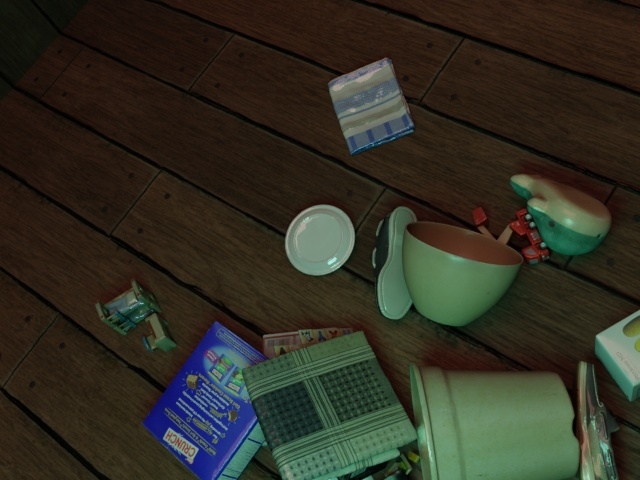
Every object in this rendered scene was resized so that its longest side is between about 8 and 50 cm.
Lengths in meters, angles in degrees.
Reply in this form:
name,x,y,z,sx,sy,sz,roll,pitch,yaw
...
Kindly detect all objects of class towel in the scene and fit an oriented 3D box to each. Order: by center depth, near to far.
name,x,y,z,sx,sy,sz,roll,pitch,yaw
towel,0.019,0.375,1.706,0.324,0.056,0.312,-15,54,-18
towel,0.146,-0.398,2.224,0.209,0.034,0.285,-20,59,9

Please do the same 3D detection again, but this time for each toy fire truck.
name,x,y,z,sx,sy,sz,roll,pitch,yaw
toy fire truck,0.476,-0.013,1.906,0.135,0.047,0.192,-23,60,7

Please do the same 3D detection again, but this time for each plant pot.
name,x,y,z,sx,sy,sz,roll,pitch,yaw
plant pot,0.363,0.405,1.598,0.305,0.334,0.334,-7,61,2
plant pot,0.316,0.091,1.806,0.284,0.284,0.191,22,109,27

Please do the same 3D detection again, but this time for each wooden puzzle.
name,x,y,z,sx,sy,sz,roll,pitch,yaw
wooden puzzle,0.175,0.522,1.718,0.116,0.014,0.078,-54,16,-2

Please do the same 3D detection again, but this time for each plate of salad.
name,x,y,z,sx,sy,sz,roll,pitch,yaw
plate of salad,0.000,0.000,2.060,0.200,0.048,0.200,-5,73,18

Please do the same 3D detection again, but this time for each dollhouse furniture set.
name,x,y,z,sx,sy,sz,roll,pitch,yaw
dollhouse furniture set,-0.504,0.226,2.063,0.129,0.129,0.184,-32,58,1

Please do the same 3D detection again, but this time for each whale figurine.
name,x,y,z,sx,sy,sz,roll,pitch,yaw
whale figurine,0.570,-0.065,1.848,0.272,0.216,0.141,45,126,43

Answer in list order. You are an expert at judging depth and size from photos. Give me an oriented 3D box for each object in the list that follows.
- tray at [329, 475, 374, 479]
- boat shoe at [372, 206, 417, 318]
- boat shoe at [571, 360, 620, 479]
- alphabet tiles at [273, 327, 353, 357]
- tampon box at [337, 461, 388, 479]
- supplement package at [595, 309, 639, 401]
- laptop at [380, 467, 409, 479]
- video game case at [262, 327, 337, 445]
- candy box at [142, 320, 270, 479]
name,x,y,z,sx,sy,sz,roll,pitch,yaw
tray,0.002,0.614,1.752,0.270,0.030,0.145,-32,57,0
boat shoe,0.187,0.064,1.942,0.114,0.091,0.302,23,64,-19
boat shoe,0.594,0.401,1.626,0.092,0.103,0.285,-1,67,12
alphabet tiles,0.006,0.302,1.831,0.237,0.009,0.198,2,54,-31
tampon box,0.069,0.459,1.740,0.120,0.101,0.161,-20,58,-22
supplement package,0.740,0.220,1.646,0.244,0.134,0.139,-31,58,1
laptop,0.148,0.668,1.603,0.234,0.136,0.264,-33,83,1
video game case,-0.052,0.364,1.901,0.204,0.025,0.285,-8,62,15
candy box,-0.242,0.405,1.870,0.268,0.122,0.317,31,80,32
